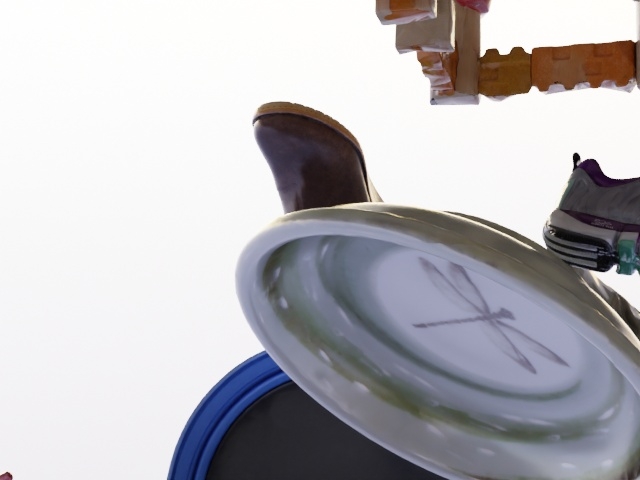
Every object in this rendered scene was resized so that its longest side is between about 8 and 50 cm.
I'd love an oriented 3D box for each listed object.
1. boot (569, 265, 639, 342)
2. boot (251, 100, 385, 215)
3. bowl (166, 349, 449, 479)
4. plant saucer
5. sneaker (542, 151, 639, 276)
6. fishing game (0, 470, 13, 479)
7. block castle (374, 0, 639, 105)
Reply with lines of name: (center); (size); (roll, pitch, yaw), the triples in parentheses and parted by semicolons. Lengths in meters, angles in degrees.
boot: (0.303, 0.094, 1.920); (0.161, 0.083, 0.246); (37, -170, 22)
boot: (0.000, 0.000, 1.909); (0.090, 0.207, 0.248); (-12, 140, 30)
bowl: (0.013, 0.309, 2.225); (0.391, 0.391, 0.077); (21, 170, 15)
plant saucer: (0.124, 0.077, 1.598); (0.400, 0.100, 0.400); (22, 151, 13)
sneaker: (0.299, -0.012, 1.551); (0.223, 0.098, 0.083); (16, 156, 11)
fishing game: (-0.273, 0.286, 1.305); (0.041, 0.189, 0.264); (47, -155, -45)
block castle: (0.196, -0.297, 1.769); (0.303, 0.213, 0.453); (-3, 163, 16)
